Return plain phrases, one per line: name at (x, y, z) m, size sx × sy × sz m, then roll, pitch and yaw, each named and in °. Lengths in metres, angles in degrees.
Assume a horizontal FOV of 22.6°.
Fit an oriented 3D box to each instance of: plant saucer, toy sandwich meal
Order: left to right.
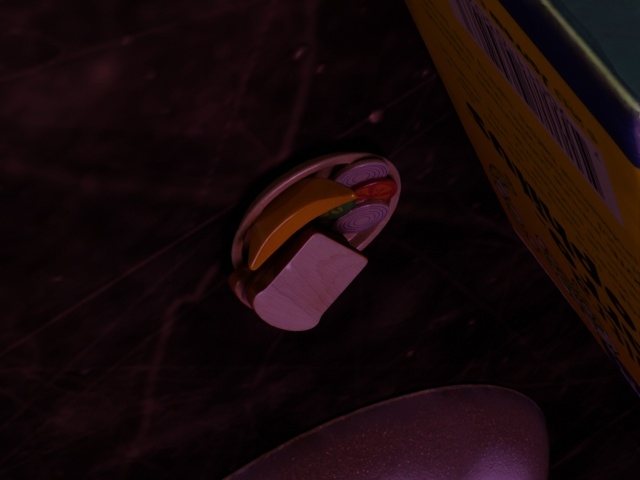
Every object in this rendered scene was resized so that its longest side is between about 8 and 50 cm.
toy sandwich meal at (0.000, 0.000, 0.644) m, size 0.085 × 0.029 × 0.085 m, roll -23°, pitch 147°, yaw -16°
plant saucer at (0.008, 0.199, 0.911) m, size 0.310 × 0.050 × 0.310 m, roll -23°, pitch 148°, yaw -15°

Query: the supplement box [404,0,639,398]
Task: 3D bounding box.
supplement box at (0.155, -0.067, 0.533) m, size 0.194 × 0.195 × 0.356 m, roll -33°, pitch 148°, yaw 1°
